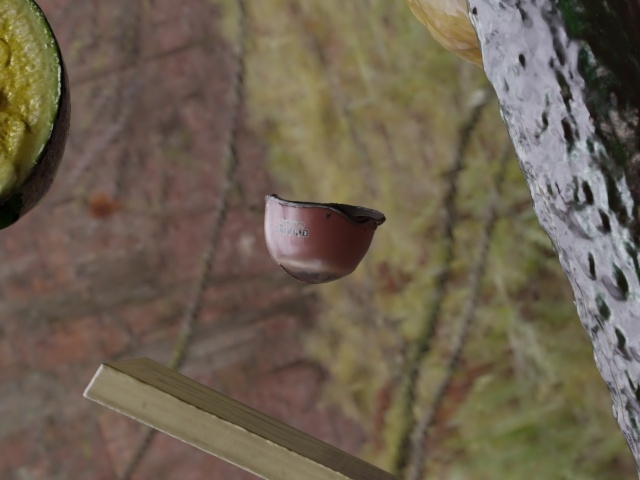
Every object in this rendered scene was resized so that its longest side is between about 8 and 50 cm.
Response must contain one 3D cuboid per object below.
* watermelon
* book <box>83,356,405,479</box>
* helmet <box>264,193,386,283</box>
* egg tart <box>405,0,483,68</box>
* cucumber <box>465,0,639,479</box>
[{"bbox_3d":[-0.187,-0.083,1.117,0.181,0.092,0.075,62,174,26],"label":"watermelon"},{"bbox_3d":[-0.028,0.132,1.238,0.161,0.231,0.026,24,-89,-85],"label":"book"},{"bbox_3d":[0.001,0.001,1.150,0.084,0.065,0.049,6,-88,-55],"label":"helmet"},{"bbox_3d":[0.191,-0.182,1.188,0.443,0.443,0.178,153,131,-84],"label":"egg tart"},{"bbox_3d":[0.101,-0.044,0.714,0.067,0.067,0.293,-153,41,-82],"label":"cucumber"}]
